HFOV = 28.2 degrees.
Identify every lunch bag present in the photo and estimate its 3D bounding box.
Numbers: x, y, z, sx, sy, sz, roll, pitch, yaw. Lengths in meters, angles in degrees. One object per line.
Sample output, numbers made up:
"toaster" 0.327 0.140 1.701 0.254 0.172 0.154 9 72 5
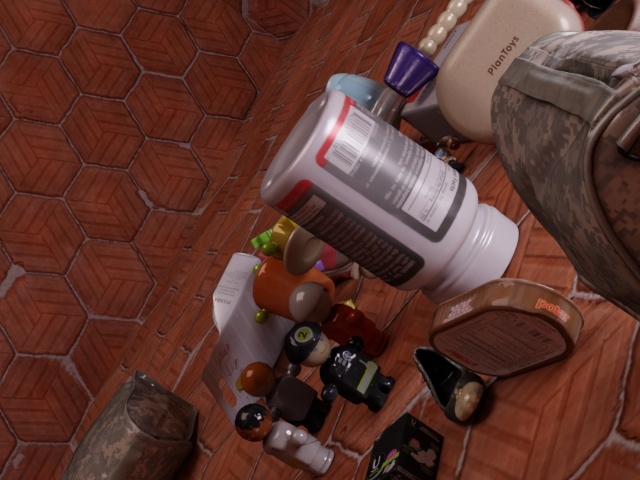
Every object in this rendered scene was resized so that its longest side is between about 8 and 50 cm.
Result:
"lunch bag" -0.350 0.399 2.295 0.235 0.169 0.287 -54 9 10
"lunch bag" 0.265 -0.043 0.939 0.212 0.256 0.305 -55 13 7

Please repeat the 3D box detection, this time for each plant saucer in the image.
"plant saucer" 0.354 -0.233 1.577 0.198 0.036 0.198 -53 13 18

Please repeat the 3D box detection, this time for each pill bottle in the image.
"pill bottle" 0.084 -0.040 1.526 0.161 0.283 0.161 -52 13 18

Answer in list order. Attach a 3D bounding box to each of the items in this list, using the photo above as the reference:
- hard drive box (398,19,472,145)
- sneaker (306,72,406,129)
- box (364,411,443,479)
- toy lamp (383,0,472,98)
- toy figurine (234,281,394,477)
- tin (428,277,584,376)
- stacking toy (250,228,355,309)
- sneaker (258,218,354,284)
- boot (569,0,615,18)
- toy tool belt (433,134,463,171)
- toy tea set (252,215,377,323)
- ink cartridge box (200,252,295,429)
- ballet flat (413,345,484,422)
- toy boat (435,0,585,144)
"hard drive box" 0.233 -0.245 1.928 0.181 0.089 0.232 -57 13 -8
"sneaker" 0.048 -0.189 2.182 0.135 0.150 0.366 -57 -6 -23
"box" 0.087 0.238 1.352 0.062 0.052 0.083 -44 17 38
"toy lamp" 0.195 -0.338 1.928 0.275 0.080 0.080 -52 13 2
"toy figurine" -0.019 0.180 1.665 0.209 0.148 0.213 -52 14 19
"tin" 0.179 0.089 1.261 0.189 0.106 0.040 -34 25 60
"stacking toy" -0.038 0.055 2.000 0.052 0.167 0.221 -29 3 -22
"sneaker" 0.000 0.001 2.068 0.314 0.136 0.116 -40 21 49
"boot" 0.355 -0.350 1.758 0.219 0.082 0.106 -35 22 53
"toy tool belt" 0.187 -0.109 1.875 0.083 0.052 0.051 -53 44 25
"toy tea set" 0.014 -0.019 1.834 0.336 0.124 0.200 -33 -42 -39
"ink cartridge box" -0.134 0.167 2.069 0.066 0.189 0.232 12 57 30
"ballet flat" 0.136 0.156 1.380 0.057 0.049 0.173 -57 13 1
"toy boat" 0.266 -0.240 1.749 0.231 0.151 0.151 -54 -20 17
